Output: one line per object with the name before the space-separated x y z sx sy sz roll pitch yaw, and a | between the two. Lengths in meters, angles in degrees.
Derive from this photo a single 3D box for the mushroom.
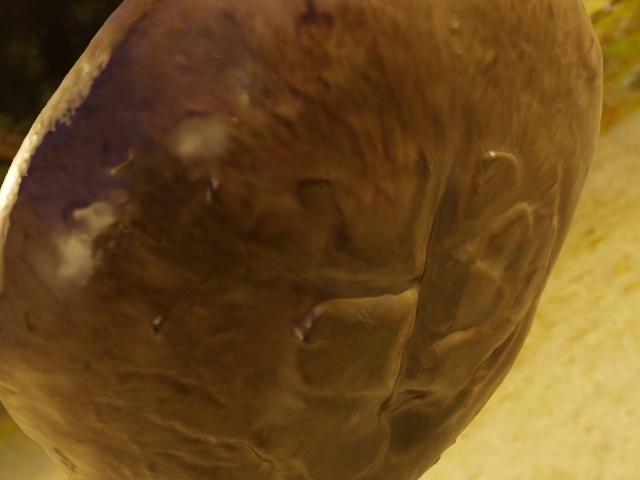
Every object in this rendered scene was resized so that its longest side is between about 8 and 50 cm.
mushroom | 0.000 0.000 0.715 0.278 0.278 0.146 -32 38 -18
